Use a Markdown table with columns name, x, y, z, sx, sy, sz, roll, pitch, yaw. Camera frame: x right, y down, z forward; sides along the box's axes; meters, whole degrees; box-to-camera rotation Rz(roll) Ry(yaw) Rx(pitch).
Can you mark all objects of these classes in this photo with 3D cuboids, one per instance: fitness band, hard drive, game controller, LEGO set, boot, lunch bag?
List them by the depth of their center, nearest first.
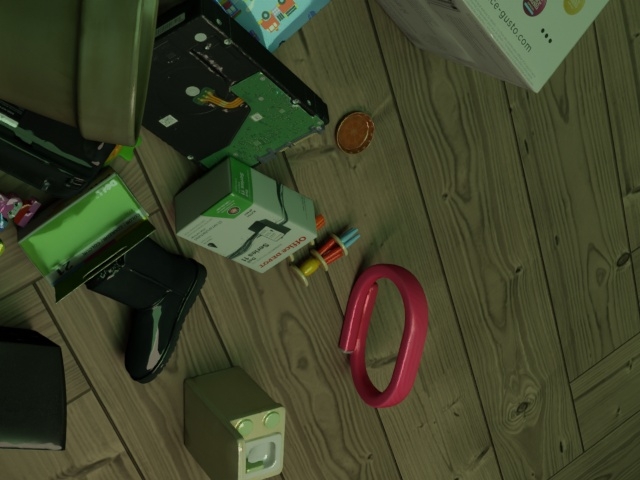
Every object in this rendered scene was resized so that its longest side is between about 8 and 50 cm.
| name | x | y | z | sx | sy | sz | roll | pitch | yaw |
| --- | --- | --- | --- | --- | --- | --- | --- | --- | --- |
| game controller | -0.412 | -0.179 | 1.407 | 0.319 | 0.067 | 0.166 | 29 | 96 | -31 |
| LEGO set | -0.548 | -0.006 | 1.685 | 0.093 | 0.087 | 0.227 | 33 | 98 | -36 |
| lunch bag | -0.121 | -0.471 | 1.730 | 0.221 | 0.138 | 0.293 | -43 | 119 | -6 |
| hard drive | -0.172 | -0.234 | 1.736 | 0.237 | 0.064 | 0.339 | -25 | 141 | 26 |
| boot | -0.329 | 0.107 | 1.869 | 0.207 | 0.094 | 0.246 | 29 | 87 | -42 |
| fitness band | 0.122 | 0.186 | 2.131 | 0.054 | 0.209 | 0.291 | 0 | 111 | -32 |

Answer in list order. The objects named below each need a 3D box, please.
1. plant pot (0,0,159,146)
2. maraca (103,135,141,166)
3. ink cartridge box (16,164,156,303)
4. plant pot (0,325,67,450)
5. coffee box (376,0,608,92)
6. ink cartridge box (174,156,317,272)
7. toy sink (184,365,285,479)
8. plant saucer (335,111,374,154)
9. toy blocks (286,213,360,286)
| name | x | y | z | sx | sy | sz | roll | pitch | yaw |
| --- | --- | --- | --- | --- | --- | --- | --- | --- | --- |
| plant pot | -0.329 | -0.283 | 1.232 | 0.280 | 0.323 | 0.323 | 7 | 110 | -6 |
| maraca | -0.353 | -0.176 | 1.725 | 0.186 | 0.099 | 0.127 | -11 | 107 | -54 |
| ink cartridge box | -0.363 | -0.016 | 1.668 | 0.189 | 0.255 | 0.097 | -36 | 106 | -8 |
| plant pot | -0.518 | 0.232 | 1.763 | 0.187 | 0.188 | 0.167 | 11 | 92 | -36 |
| coffee box | 0.276 | -0.513 | 1.823 | 0.334 | 0.338 | 0.337 | -51 | 129 | -3 |
| ink cartridge box | -0.129 | -0.040 | 1.897 | 0.208 | 0.087 | 0.153 | 26 | 133 | -39 |
| toy sink | -0.149 | 0.362 | 2.020 | 0.131 | 0.234 | 0.152 | -11 | 116 | -29 |
| plant saucer | 0.064 | -0.203 | 2.036 | 0.083 | 0.013 | 0.083 | -15 | 119 | -28 |
| toy blocks | 0.000 | 0.000 | 2.063 | 0.148 | 0.054 | 0.123 | -38 | 127 | -13 |
